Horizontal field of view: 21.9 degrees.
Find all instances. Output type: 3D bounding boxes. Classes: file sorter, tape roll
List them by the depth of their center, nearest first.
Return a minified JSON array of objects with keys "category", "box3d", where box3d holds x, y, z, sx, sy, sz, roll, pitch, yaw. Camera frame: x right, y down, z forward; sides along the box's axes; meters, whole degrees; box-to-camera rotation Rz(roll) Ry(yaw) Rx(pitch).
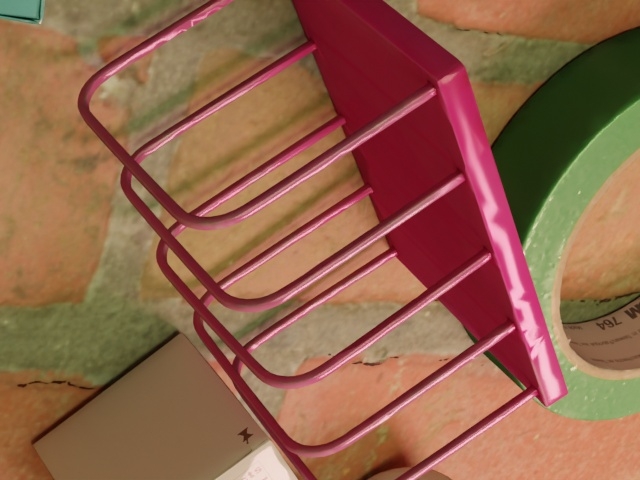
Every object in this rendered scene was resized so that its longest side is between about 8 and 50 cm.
[{"category":"file sorter","box3d":[0.000,0.000,1.043,0.182,0.202,0.291,-33,133,-10]},{"category":"tape roll","box3d":[0.256,-0.011,1.302,0.321,0.077,0.321,-18,129,-24]}]

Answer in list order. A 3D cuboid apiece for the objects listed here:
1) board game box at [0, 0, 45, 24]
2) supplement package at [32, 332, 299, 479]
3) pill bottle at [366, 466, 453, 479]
[{"category":"board game box","box3d":[-0.272,-0.242,0.703,0.336,0.079,0.254,5,118,-15]},{"category":"supplement package","box3d":[-0.073,0.209,1.180,0.139,0.134,0.244,-37,134,-8]},{"category":"pill bottle","box3d":[0.093,0.296,1.366,0.121,0.121,0.221,-34,133,-11]}]
